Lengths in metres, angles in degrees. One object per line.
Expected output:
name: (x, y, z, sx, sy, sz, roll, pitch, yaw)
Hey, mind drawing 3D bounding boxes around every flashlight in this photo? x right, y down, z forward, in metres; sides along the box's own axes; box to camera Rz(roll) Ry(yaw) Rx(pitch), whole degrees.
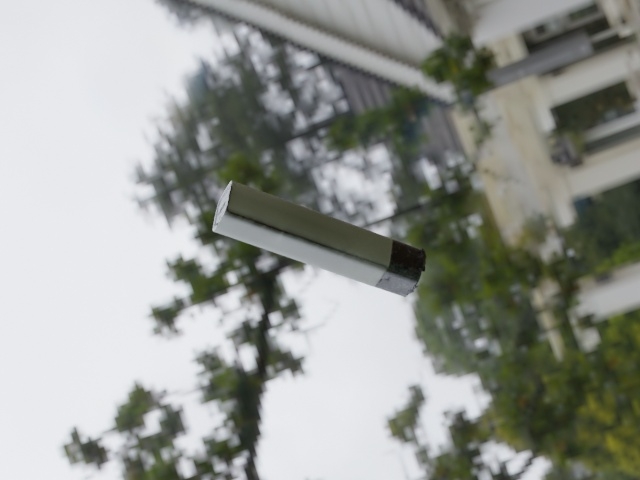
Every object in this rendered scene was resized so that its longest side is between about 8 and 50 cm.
flashlight: (0.000, 0.000, 0.636, 0.083, 0.018, 0.018, 19, -127, -13)
